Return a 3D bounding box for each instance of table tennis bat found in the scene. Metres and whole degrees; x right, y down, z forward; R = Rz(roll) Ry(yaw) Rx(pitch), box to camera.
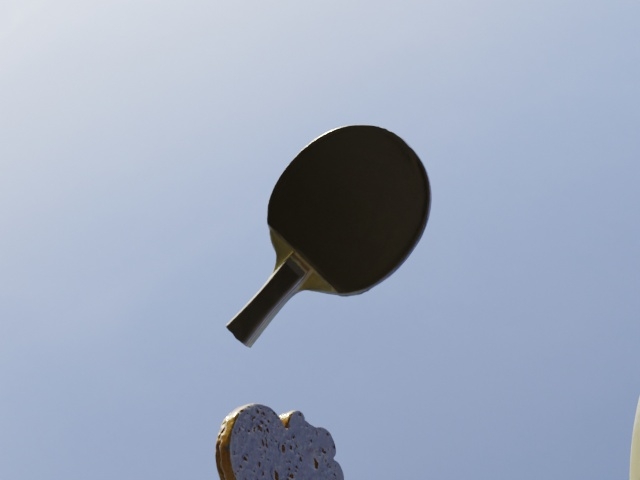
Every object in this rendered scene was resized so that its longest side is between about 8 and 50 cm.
[{"bbox_3d":[0.000,0.000,0.635,0.095,0.014,0.158,43,-82,16],"label":"table tennis bat"}]

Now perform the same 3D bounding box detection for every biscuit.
[{"bbox_3d":[-0.038,0.213,0.975,0.026,0.175,0.124,-26,-112,28],"label":"biscuit"}]

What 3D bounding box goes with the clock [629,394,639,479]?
[{"bbox_3d":[0.231,0.136,0.515,0.083,0.230,0.230,1,-129,-5],"label":"clock"}]
